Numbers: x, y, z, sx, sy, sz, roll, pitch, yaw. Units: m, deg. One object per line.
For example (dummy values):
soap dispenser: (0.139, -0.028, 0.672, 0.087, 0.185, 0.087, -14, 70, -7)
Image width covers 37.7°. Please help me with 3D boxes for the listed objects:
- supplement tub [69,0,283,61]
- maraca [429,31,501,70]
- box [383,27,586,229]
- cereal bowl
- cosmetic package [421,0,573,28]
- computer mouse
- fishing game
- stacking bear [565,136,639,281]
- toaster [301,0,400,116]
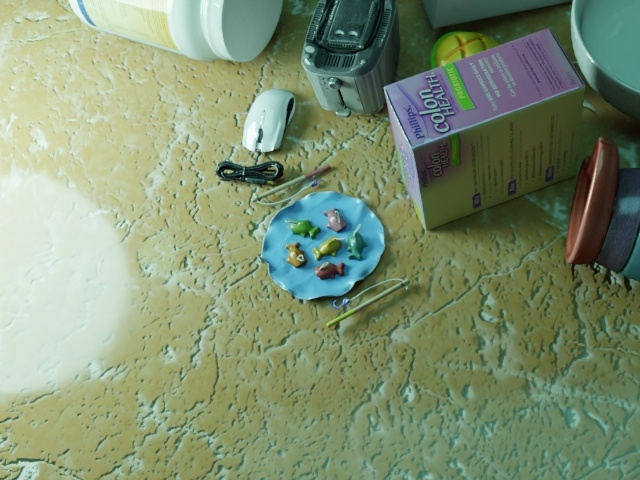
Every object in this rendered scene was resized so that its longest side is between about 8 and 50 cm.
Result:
supplement tub: (-0.243, -0.431, 1.574, 0.316, 0.228, 0.228, 20, 66, 21)
maraca: (0.255, -0.253, 1.450, 0.186, 0.099, 0.127, 29, 70, -3)
box: (0.231, -0.151, 1.322, 0.243, 0.213, 0.117, -21, 59, 0)
cereal bowl: (0.539, -0.296, 1.386, 0.339, 0.141, 0.338, -5, 59, 8)
cosmetic package: (0.272, -0.545, 1.590, 0.285, 0.097, 0.377, -11, 58, -8)
computer mouse: (-0.094, -0.176, 1.504, 0.106, 0.042, 0.192, 6, 62, 16)
fishing game: (0.000, 0.000, 1.385, 0.189, 0.041, 0.264, -24, 58, -6)
stacking bear: (0.484, -0.016, 1.231, 0.289, 0.175, 0.164, 12, 83, 8)
toaster: (0.056, -0.308, 1.488, 0.129, 0.146, 0.226, 8, 63, 15)
